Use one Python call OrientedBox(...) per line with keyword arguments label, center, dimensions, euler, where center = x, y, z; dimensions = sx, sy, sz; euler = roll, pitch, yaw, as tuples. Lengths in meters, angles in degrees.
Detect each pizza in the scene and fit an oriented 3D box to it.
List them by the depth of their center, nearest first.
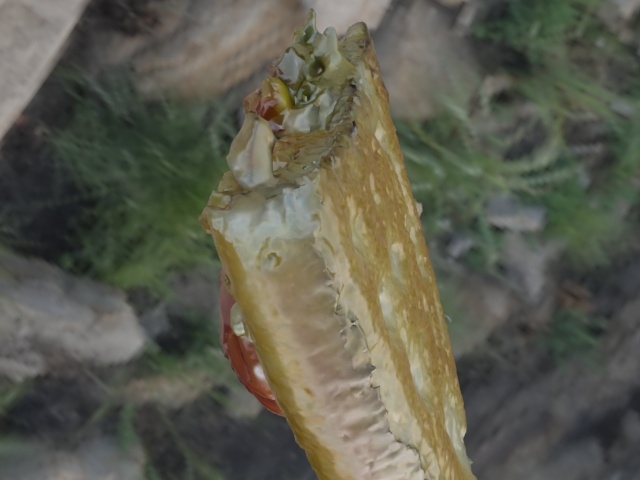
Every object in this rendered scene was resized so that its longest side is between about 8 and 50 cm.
OrientedBox(label="pizza", center=(0.000, 0.000, 0.591), dimensions=(0.062, 0.199, 0.188), euler=(-12, 133, 10))
